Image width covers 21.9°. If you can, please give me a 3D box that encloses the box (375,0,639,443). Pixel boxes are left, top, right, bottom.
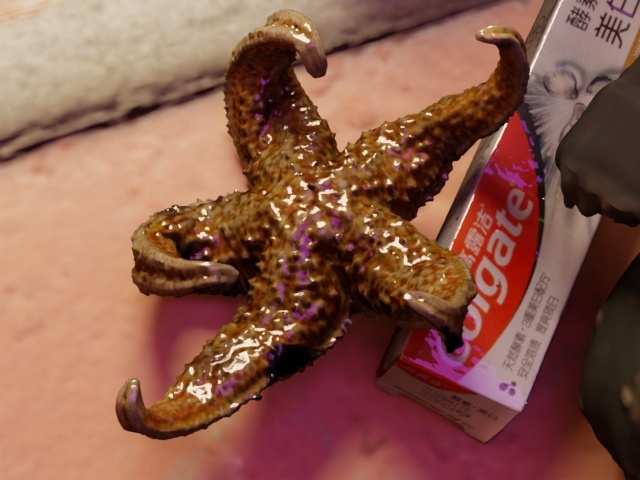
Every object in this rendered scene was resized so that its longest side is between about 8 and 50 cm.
[{"bbox_3d":[0.090,-0.028,0.669,0.055,0.039,0.218,27,67,-1],"label":"box"}]

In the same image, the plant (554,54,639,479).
[{"bbox_3d":[0.182,-0.016,0.603,0.164,0.142,0.256,20,97,-41],"label":"plant"}]

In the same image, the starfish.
[{"bbox_3d":[-0.001,0.001,0.604,0.146,0.074,0.190,16,65,26],"label":"starfish"}]
